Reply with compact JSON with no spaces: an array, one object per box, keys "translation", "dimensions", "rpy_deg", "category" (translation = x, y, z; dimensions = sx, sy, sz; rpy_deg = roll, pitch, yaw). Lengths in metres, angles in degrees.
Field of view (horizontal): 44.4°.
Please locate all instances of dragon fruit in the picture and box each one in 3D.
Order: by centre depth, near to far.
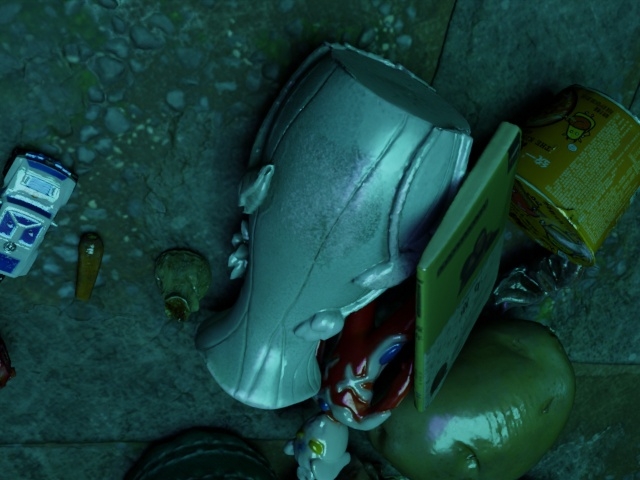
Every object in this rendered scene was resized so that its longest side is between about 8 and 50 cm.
[{"translation":[-0.421,0.154,0.986],"dimensions":[0.068,0.112,0.126],"rpy_deg":[-10,120,-30],"category":"dragon fruit"}]

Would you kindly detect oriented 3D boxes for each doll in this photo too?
[{"translation":[0.049,0.178,1.114],"dimensions":[0.099,0.188,0.384],"rpy_deg":[6,109,-48],"category":"doll"}]

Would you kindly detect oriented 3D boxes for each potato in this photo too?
[{"translation":[0.235,0.259,1.195],"dimensions":[0.326,0.221,0.243],"rpy_deg":[-20,112,-12],"category":"potato"}]

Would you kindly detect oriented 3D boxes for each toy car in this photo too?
[{"translation":[-0.361,-0.023,0.933],"dimensions":[0.080,0.070,0.170],"rpy_deg":[27,104,-29],"category":"toy car"}]

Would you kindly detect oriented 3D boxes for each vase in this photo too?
[{"translation":[0.000,0.000,0.975],"dimensions":[0.250,0.250,0.445],"rpy_deg":[16,117,-25],"category":"vase"}]

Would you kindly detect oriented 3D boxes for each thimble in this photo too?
[{"translation":[-0.167,0.437,1.182],"dimensions":[0.254,0.167,0.288],"rpy_deg":[-37,121,3],"category":"thimble"}]

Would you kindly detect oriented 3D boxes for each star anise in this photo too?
[{"translation":[0.347,0.053,1.195],"dimensions":[0.205,0.061,0.180],"rpy_deg":[-21,162,-8],"category":"star anise"}]

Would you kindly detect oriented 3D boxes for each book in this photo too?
[{"translation":[0.178,0.050,0.992],"dimensions":[0.239,0.035,0.352],"rpy_deg":[-54,156,-28],"category":"book"}]

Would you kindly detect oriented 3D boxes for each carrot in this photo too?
[{"translation":[-0.299,0.034,1.008],"dimensions":[0.032,0.032,0.093],"rpy_deg":[7,117,-22],"category":"carrot"}]

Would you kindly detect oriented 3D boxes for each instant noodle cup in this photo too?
[{"translation":[0.338,-0.094,1.067],"dimensions":[0.172,0.216,0.216],"rpy_deg":[-47,121,-2],"category":"instant noodle cup"}]

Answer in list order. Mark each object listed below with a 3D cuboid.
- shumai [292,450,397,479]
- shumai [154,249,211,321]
[{"translation":[0.065,0.406,1.256],"dimensions":[0.185,0.184,0.218],"rpy_deg":[-26,159,-47],"category":"shumai"},{"translation":[-0.179,0.060,1.032],"dimensions":[0.082,0.080,0.083],"rpy_deg":[-34,120,-2],"category":"shumai"}]
